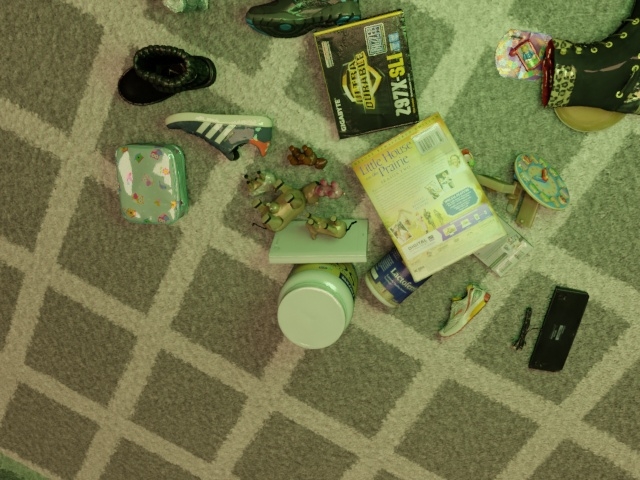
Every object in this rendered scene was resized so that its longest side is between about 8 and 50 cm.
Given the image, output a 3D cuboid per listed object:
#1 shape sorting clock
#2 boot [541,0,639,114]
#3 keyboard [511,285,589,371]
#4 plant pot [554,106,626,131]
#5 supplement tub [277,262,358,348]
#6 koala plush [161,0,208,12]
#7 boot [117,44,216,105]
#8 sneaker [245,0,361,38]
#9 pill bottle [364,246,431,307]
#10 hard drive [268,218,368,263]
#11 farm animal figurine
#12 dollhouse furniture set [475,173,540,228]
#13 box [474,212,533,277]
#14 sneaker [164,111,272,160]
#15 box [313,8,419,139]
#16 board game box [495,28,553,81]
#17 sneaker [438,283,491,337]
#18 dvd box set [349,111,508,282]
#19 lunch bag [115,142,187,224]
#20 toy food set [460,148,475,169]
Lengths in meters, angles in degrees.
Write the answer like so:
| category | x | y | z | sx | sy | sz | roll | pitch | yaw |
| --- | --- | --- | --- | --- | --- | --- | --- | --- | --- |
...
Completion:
| category | x | y | z | sx | sy | sz | roll | pitch | yaw |
| --- | --- | --- | --- | --- | --- | --- | --- | --- | --- |
| shape sorting clock | 0.660 | -0.178 | 1.423 | 0.206 | 0.206 | 0.040 | 32 | 138 | -2 |
| boot | 0.767 | -0.529 | 1.293 | 0.284 | 0.138 | 0.378 | 1 | 113 | 8 |
| keyboard | 0.774 | 0.303 | 1.644 | 0.201 | 0.033 | 0.317 | 9 | 108 | -1 |
| plant pot | 0.797 | -0.438 | 1.401 | 0.236 | 0.032 | 0.236 | 3 | 107 | 8 |
| supplement tub | -0.005 | 0.179 | 1.559 | 0.241 | 0.331 | 0.241 | 2 | 108 | 7 |
| koala plush | -0.443 | -0.758 | 1.409 | 0.221 | 0.196 | 0.203 | 43 | 120 | -7 |
| boot | -0.507 | -0.497 | 1.452 | 0.347 | 0.260 | 0.131 | -13 | 105 | 12 |
| sneaker | -0.054 | -0.690 | 1.415 | 0.340 | 0.125 | 0.140 | -4 | 91 | 4 |
| pill bottle | 0.286 | 0.085 | 1.581 | 0.153 | 0.153 | 0.265 | 43 | 108 | -6 |
| hard drive | 0.000 | 0.000 | 1.570 | 0.307 | 0.203 | 0.040 | -1 | 126 | 8 |
| farm animal figurine | -0.062 | -0.117 | 1.542 | 0.326 | 0.172 | 0.330 | -24 | 66 | 17 |
| dollhouse furniture set | 0.564 | -0.121 | 1.479 | 0.151 | 0.144 | 0.123 | 0 | 113 | -30 |
| box | 0.575 | 0.009 | 1.574 | 0.186 | 0.038 | 0.145 | 39 | 109 | -6 |
| sneaker | -0.331 | -0.333 | 1.548 | 0.349 | 0.131 | 0.148 | 5 | 104 | 7 |
| box | 0.143 | -0.483 | 1.422 | 0.257 | 0.079 | 0.322 | -10 | 120 | 10 |
| board game box | 0.598 | -0.539 | 1.397 | 0.168 | 0.033 | 0.133 | 11 | 109 | 5 |
| sneaker | 0.480 | 0.242 | 1.650 | 0.092 | 0.088 | 0.225 | 42 | 110 | 16 |
| dvd box set | 0.321 | -0.127 | 1.454 | 0.307 | 0.062 | 0.420 | -30 | 86 | 10 |
| lunch bag | -0.568 | -0.190 | 1.642 | 0.224 | 0.108 | 0.279 | 2 | 110 | 3 |
| toy food set | 0.444 | -0.249 | 1.519 | 0.083 | 0.020 | 0.082 | 43 | 108 | -6 |
